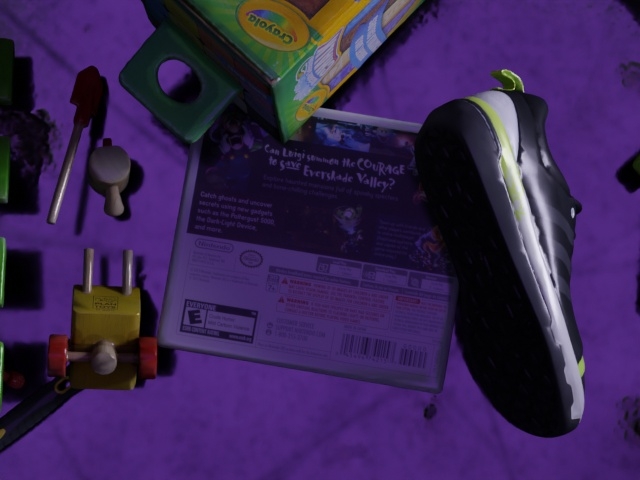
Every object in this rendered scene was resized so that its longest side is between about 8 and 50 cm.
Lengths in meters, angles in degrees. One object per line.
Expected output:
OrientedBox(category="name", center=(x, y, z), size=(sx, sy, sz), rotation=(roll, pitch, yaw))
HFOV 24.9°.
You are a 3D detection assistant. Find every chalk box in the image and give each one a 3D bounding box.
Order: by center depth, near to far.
OrientedBox(category="chalk box", center=(-0.031, -0.157, 0.894), size=(0.132, 0.132, 0.213), rotation=(42, 82, 8))

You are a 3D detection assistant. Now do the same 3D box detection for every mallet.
OrientedBox(category="mallet", center=(-0.226, 0.152, 0.940), size=(0.190, 0.039, 0.062), rotation=(-30, 86, -5))

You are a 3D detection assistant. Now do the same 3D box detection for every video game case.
OrientedBox(category="video game case", center=(0.000, 0.000, 0.952), size=(0.191, 0.022, 0.173), rotation=(9, 86, 2))

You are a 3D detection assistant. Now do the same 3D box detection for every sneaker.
OrientedBox(category="sneaker", center=(0.139, 0.008, 0.917), size=(0.097, 0.084, 0.234), rotation=(-23, 103, -32))

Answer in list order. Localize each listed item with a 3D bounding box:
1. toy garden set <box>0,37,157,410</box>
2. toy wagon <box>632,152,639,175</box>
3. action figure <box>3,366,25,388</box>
OrientedBox(category="toy garden set", center=(-0.208, -0.008, 0.935), size=(0.204, 0.049, 0.244), rotation=(2, 74, -9))
OrientedBox(category="toy wagon", center=(0.381, -0.030, 0.924), size=(0.344, 0.068, 0.267), rotation=(-40, 87, -2))
OrientedBox(category="action figure", center=(-0.246, 0.069, 0.947), size=(0.115, 0.030, 0.038), rotation=(27, 92, -1))
